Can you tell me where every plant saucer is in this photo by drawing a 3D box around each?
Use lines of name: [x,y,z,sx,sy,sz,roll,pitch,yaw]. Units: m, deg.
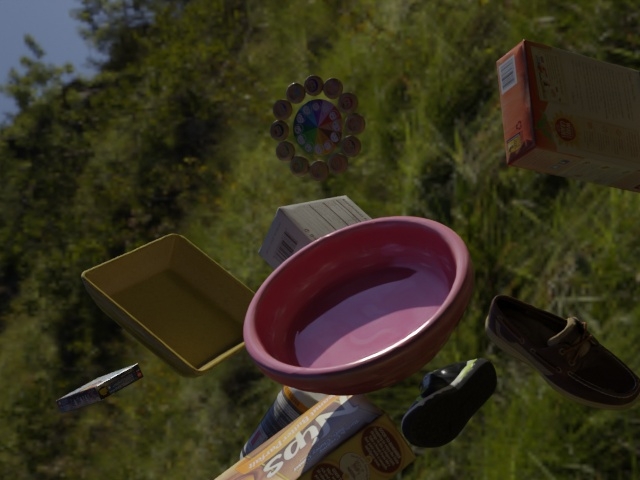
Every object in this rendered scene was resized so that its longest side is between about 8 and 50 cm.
plant saucer: [-0.294,0.148,2.197,0.332,0.333,0.081,-28,-28,-57]
plant saucer: [0.058,0.097,1.446,0.332,0.332,0.084,-68,-38,-48]

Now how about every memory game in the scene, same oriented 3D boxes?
memory game: [-0.007,-0.194,1.807,0.012,0.186,0.186,-6,-85,-62]

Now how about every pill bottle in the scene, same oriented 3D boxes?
pill bottle: [-0.062,0.417,2.084,0.278,0.162,0.162,-56,-16,10]

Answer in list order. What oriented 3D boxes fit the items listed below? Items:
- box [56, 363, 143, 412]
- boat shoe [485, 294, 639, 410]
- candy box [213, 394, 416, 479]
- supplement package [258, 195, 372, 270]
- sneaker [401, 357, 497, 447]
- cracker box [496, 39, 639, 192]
box: [-0.372,0.250,1.758,0.094,0.137,0.027,-27,-87,-44]
boat shoe: [0.483,0.213,2.078,0.123,0.342,0.123,-45,-26,-24]
candy box: [-0.042,0.333,1.417,0.088,0.316,0.183,58,171,-13]
supplement package: [0.000,0.000,1.837,0.179,0.105,0.105,-12,-44,-47]
sneaker: [0.192,0.261,1.682,0.234,0.097,0.084,-26,-72,-43]
cracker box: [0.351,-0.161,1.388,0.067,0.232,0.156,-37,49,56]
